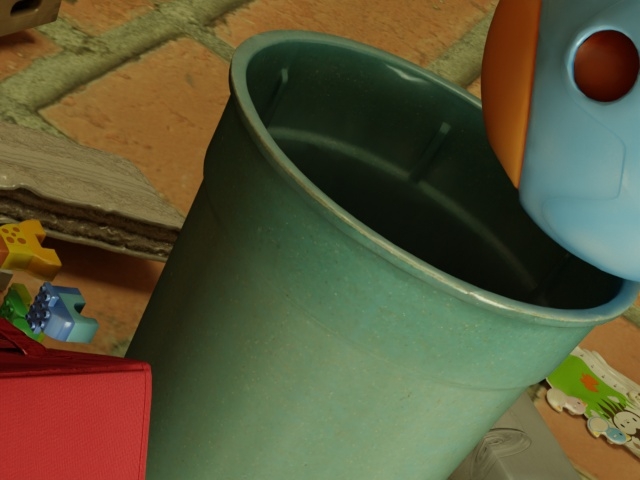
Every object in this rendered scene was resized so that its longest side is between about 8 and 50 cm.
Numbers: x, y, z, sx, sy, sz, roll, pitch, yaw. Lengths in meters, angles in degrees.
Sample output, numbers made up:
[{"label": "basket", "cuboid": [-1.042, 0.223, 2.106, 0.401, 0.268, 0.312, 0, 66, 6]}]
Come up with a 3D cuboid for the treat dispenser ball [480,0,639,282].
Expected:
[{"label": "treat dispenser ball", "cuboid": [0.255, -0.110, 1.217, 0.288, 0.288, 0.288, 25, 26, -13]}]

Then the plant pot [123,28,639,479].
[{"label": "plant pot", "cuboid": [0.008, 0.071, 1.343, 0.341, 0.334, 0.341, 26, 26, -13]}]

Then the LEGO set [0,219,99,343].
[{"label": "LEGO set", "cuboid": [-0.255, 0.042, 1.392, 0.093, 0.087, 0.227, 9, 33, -40]}]

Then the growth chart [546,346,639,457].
[{"label": "growth chart", "cuboid": [0.329, 0.180, 1.862, 0.237, 0.021, 0.172, 33, 27, 4]}]

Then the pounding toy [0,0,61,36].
[{"label": "pounding toy", "cuboid": [-0.400, -0.288, 1.827, 0.206, 0.094, 0.181, 30, 29, 19]}]

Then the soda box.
[{"label": "soda box", "cuboid": [0.127, 0.158, 1.598, 0.098, 0.091, 0.286, 13, 31, -33]}]

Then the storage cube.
[{"label": "storage cube", "cuboid": [-0.232, 0.153, 1.003, 0.184, 0.215, 0.193, 6, 2, 33]}]

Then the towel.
[{"label": "towel", "cuboid": [-0.258, -0.059, 1.575, 0.282, 0.049, 0.187, 15, 19, -33]}]
